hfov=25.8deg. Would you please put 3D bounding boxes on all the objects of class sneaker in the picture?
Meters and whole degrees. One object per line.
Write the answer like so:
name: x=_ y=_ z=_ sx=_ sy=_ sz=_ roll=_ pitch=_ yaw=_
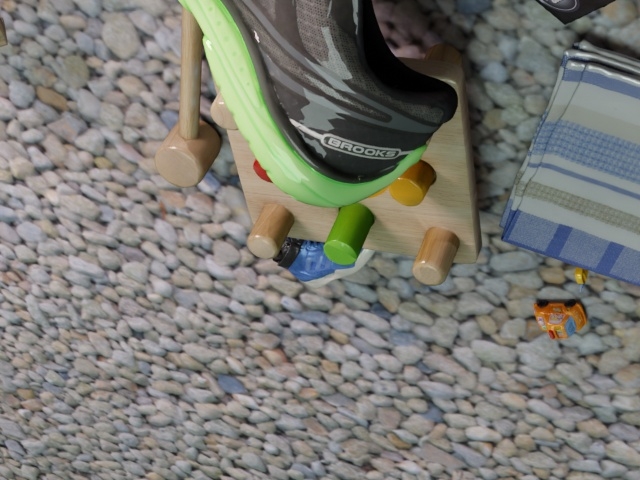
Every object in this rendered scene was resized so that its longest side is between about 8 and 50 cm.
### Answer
sneaker: x=0.000 y=0.001 z=1.550 sx=0.084 sy=0.058 sz=0.152 roll=30 pitch=149 yaw=-20
sneaker: x=-0.041 y=-0.265 z=1.158 sx=0.202 sy=0.185 sz=0.483 roll=-26 pitch=106 yaw=18

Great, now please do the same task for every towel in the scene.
towel: x=0.297 y=-0.060 z=1.338 sx=0.209 sy=0.034 sz=0.285 roll=19 pitch=144 yaw=4

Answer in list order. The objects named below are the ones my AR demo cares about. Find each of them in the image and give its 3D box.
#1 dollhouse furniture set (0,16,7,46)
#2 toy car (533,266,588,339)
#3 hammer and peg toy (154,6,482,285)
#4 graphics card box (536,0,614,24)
dollhouse furniture set: x=-0.327 y=-0.337 z=1.337 sx=0.303 sy=0.198 sz=0.286 roll=-16 pitch=158 yaw=2
toy car: x=0.255 y=0.064 z=1.498 sx=0.060 sy=0.040 sz=0.122 roll=11 pitch=140 yaw=17
hammer and peg toy: x=-0.023 y=-0.095 z=1.395 sx=0.361 sy=0.127 sz=0.266 roll=9 pitch=139 yaw=19
graphics card box: x=0.121 y=-0.326 z=1.022 sx=0.371 sy=0.094 sz=0.233 roll=35 pitch=163 yaw=-15
